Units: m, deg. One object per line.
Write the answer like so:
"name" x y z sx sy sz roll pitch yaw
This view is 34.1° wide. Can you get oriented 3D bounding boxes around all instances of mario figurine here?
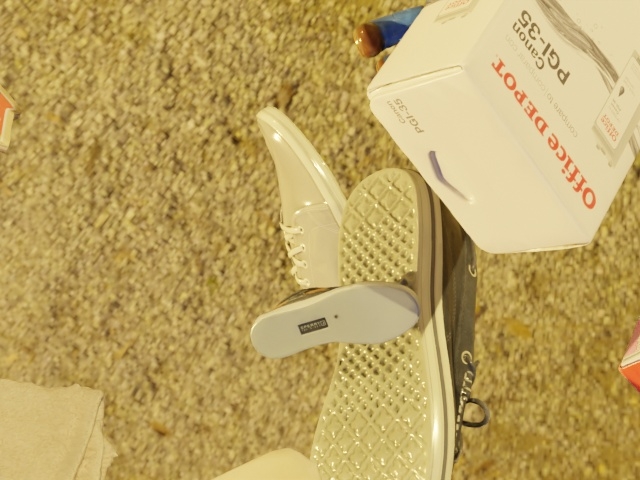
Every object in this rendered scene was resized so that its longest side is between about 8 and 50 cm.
"mario figurine" 0.211 -0.319 1.498 0.320 0.170 0.198 -27 157 18

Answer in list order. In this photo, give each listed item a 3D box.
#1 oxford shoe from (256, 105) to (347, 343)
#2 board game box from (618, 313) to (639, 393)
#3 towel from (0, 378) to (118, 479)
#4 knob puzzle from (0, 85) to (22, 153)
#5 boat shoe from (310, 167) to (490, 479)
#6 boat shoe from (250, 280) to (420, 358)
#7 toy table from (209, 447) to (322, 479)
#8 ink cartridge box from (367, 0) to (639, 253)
"oxford shoe" 0.000 0.000 1.651 0.130 0.169 0.449 -28 103 -3
"board game box" 0.483 0.030 1.090 0.064 0.242 0.316 48 135 -9
"towel" -0.252 0.139 0.520 0.282 0.187 0.049 8 129 -7
"knob puzzle" -0.392 -0.169 1.048 0.213 0.213 0.030 29 112 -3
"boat shoe" 0.101 0.164 1.193 0.186 0.500 0.156 -13 153 38
"boat shoe" 0.020 0.070 1.080 0.183 0.083 0.065 -13 103 20
"toy table" -0.086 0.161 0.266 0.274 0.161 0.252 -12 124 -18
"ink cartridge box" 0.197 -0.156 0.915 0.117 0.283 0.207 -7 132 51
